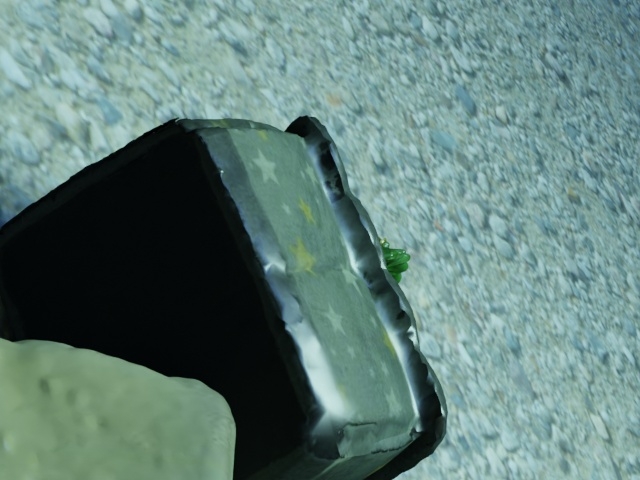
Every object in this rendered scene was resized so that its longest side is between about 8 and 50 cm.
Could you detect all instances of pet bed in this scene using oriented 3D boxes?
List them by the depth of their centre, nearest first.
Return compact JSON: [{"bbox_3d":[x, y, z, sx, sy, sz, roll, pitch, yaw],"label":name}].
[{"bbox_3d":[-0.046,0.049,1.072,0.159,0.183,0.211,2,60,-59],"label":"pet bed"}]

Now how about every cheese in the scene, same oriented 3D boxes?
[{"bbox_3d":[-0.117,0.153,0.878,0.159,0.093,0.263,7,39,-7],"label":"cheese"}]

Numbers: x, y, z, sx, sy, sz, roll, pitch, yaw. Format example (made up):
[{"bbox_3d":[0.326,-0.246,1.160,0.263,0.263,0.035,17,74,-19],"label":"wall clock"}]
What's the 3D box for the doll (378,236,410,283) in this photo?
[{"bbox_3d":[-0.005,0.010,1.366,0.113,0.076,0.078,35,-9,18],"label":"doll"}]
